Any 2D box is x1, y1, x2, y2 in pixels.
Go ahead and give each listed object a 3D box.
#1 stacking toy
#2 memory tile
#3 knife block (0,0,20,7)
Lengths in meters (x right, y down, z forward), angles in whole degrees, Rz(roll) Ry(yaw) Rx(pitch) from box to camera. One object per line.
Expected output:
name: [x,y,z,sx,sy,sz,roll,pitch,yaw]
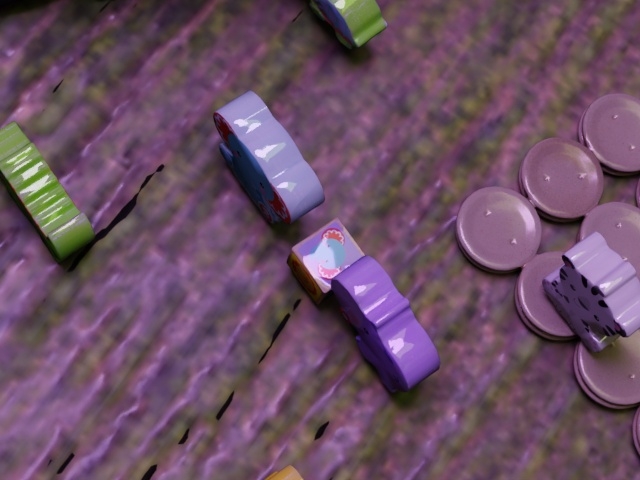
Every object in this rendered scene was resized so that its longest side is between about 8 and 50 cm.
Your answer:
stacking toy: [0.000,0.000,0.609,0.167,0.052,0.221,-36,82,-15]
memory tile: [0.137,0.016,0.662,0.113,0.012,0.148,-38,82,-21]
knife block: [-0.062,-0.148,0.616,0.275,0.088,0.242,27,81,4]
